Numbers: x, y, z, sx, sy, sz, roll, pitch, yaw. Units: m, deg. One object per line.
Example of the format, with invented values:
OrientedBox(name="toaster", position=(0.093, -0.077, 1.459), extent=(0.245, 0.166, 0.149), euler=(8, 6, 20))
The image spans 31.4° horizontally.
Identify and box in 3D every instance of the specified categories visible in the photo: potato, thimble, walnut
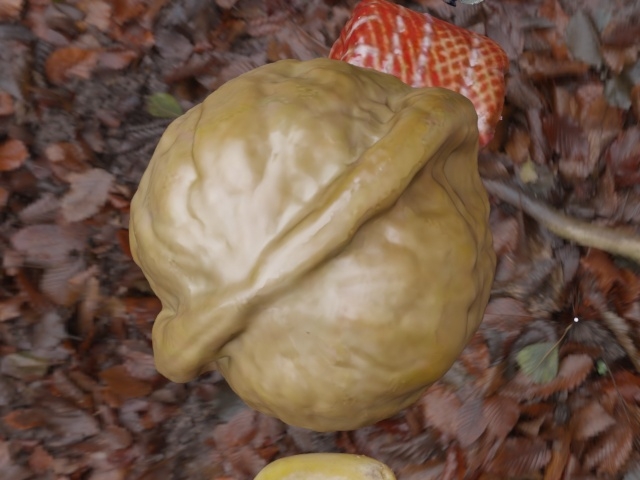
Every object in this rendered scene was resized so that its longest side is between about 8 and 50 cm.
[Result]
OrientedBox(name="potato", position=(0.004, 0.386, 1.697), extent=(0.234, 0.146, 0.150), euler=(-9, 105, 15))
OrientedBox(name="thimble", position=(0.095, -0.162, 1.592), extent=(0.231, 0.350, 0.350), euler=(22, 91, -6))
OrientedBox(name="walnut", position=(0.000, 0.000, 0.694), extent=(0.257, 0.257, 0.224), euler=(-40, 91, 7))

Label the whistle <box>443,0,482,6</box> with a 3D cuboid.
OrientedBox(name="whistle", position=(0.189, -0.402, 1.320), extent=(0.068, 0.326, 0.057), euler=(-29, 64, -21))
